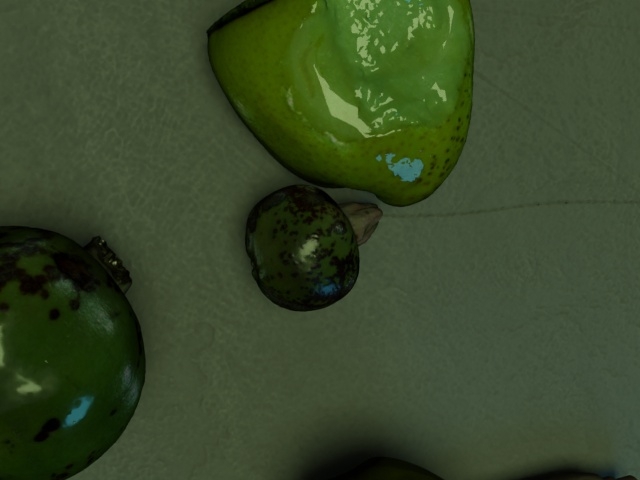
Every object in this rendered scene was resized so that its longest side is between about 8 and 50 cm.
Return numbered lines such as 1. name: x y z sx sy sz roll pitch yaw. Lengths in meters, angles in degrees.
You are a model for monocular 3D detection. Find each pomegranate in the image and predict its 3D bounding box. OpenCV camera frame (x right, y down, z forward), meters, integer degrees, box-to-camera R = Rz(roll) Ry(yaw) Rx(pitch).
1. pomegranate: -0.011 0.003 0.896 0.125 0.163 0.138 -16 100 31
2. pomegranate: -0.279 0.097 0.784 0.254 0.254 0.270 45 60 -13

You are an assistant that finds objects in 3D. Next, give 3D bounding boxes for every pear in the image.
1. pear: 0.045 -0.156 0.859 0.292 0.159 0.292 -2 100 -13

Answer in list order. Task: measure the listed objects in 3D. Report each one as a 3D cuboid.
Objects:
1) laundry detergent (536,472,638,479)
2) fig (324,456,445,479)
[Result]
1. laundry detergent: 0.288 0.374 0.996 0.237 0.076 0.171 -11 77 -12
2. fig: 0.090 0.360 0.884 0.271 0.239 0.239 22 92 -7
